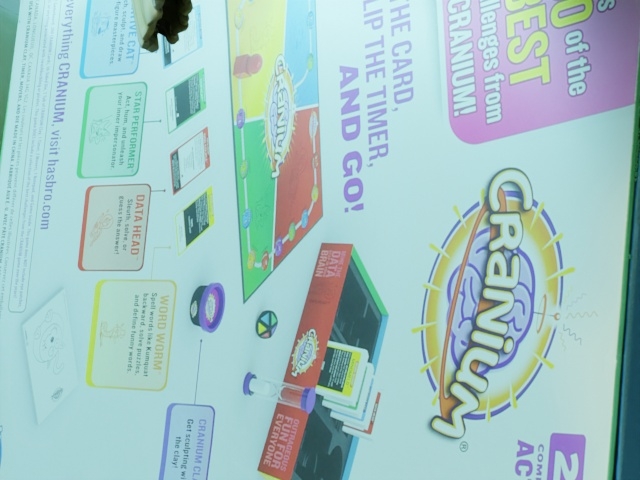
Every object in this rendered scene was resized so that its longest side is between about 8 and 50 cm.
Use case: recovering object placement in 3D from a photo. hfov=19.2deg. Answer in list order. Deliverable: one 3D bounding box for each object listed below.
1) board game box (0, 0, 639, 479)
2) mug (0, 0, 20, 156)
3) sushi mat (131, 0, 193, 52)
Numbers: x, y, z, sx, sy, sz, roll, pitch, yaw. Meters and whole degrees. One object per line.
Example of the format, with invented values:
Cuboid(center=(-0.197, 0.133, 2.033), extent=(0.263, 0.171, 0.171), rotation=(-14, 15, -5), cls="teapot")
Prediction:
Cuboid(center=(0.000, 0.000, 0.708), extent=(0.316, 0.064, 0.242), rotation=(0, 81, 41), cls="board game box")
Cuboid(center=(-0.225, -0.013, 0.922), extent=(0.328, 0.276, 0.374), rotation=(-48, 33, 32), cls="mug")
Cuboid(center=(-0.066, -0.223, 0.530), extent=(0.151, 0.019, 0.316), rotation=(112, 148, -68), cls="sushi mat")
